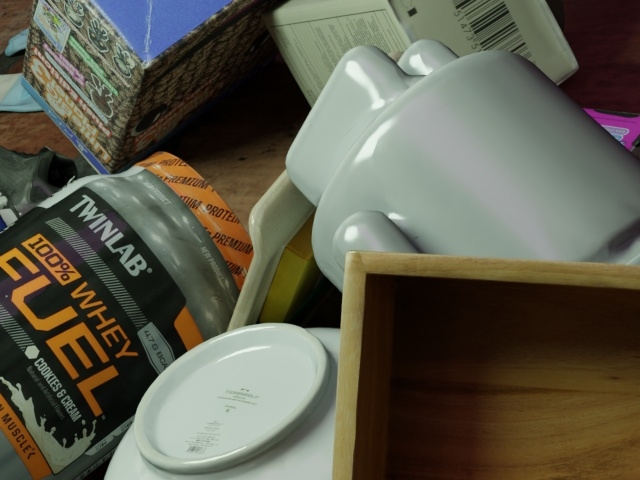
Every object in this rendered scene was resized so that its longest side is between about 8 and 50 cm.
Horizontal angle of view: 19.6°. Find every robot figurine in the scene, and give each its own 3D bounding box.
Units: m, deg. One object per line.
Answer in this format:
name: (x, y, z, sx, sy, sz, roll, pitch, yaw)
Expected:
robot figurine: (0.135, 0.017, 1.208, 0.300, 0.200, 0.353, -15, 53, -46)

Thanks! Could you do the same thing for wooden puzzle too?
wooden puzzle: (0.000, 0.000, 1.407, 0.044, 0.239, 0.221, 31, 54, 13)

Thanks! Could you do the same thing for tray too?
tray: (0.212, 0.116, 0.985, 0.410, 0.203, 0.076, 3, 0, 20)

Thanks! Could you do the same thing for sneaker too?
sneaker: (-0.295, -0.056, 1.838, 0.106, 0.078, 0.234, -29, 34, -11)

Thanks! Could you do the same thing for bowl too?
bowl: (-0.037, 0.150, 1.266, 0.297, 0.134, 0.298, -19, 30, 12)

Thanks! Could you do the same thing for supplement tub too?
supplement tub: (-0.204, 0.080, 1.436, 0.316, 0.194, 0.193, -38, 32, -19)

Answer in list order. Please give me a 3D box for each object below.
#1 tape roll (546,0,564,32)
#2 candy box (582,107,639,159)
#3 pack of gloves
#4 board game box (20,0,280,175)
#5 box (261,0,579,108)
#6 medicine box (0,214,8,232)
tape roll: (0.123, -0.244, 1.668, 0.072, 0.219, 0.219, -35, 31, -14)
candy box: (0.147, -0.010, 1.436, 0.159, 0.071, 0.233, 12, 46, 47)
pack of gloves: (-0.313, -0.218, 2.129, 0.232, 0.046, 0.195, 0, 40, 36)
board game box: (-0.144, -0.218, 1.760, 0.232, 0.141, 0.291, -39, -6, -21)
box: (0.075, -0.171, 1.587, 0.121, 0.148, 0.311, -34, 15, -15)
medicine box: (-0.464, 0.053, 1.653, 0.263, 0.149, 0.289, 2, 49, 28)
